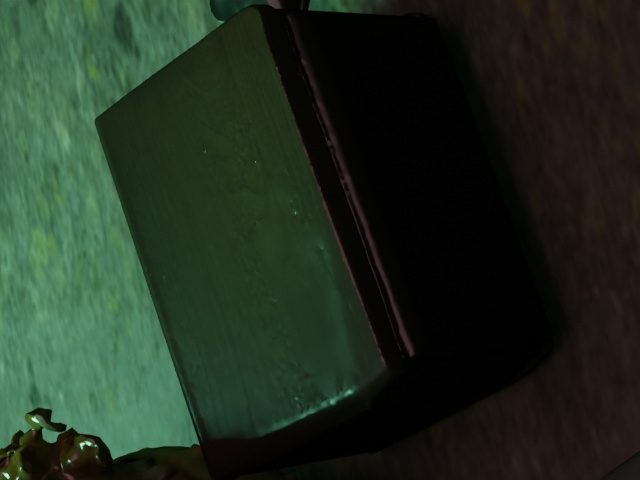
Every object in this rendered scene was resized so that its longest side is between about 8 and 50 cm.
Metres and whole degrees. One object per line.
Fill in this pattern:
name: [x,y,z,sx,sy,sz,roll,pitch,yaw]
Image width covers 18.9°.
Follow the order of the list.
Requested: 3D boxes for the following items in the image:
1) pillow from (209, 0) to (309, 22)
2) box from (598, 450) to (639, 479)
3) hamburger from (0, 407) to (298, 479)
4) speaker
pillow: [-0.027,-0.193,1.192,0.091,0.055,0.136,-134,56,-69]
box: [0.260,0.183,0.875,0.193,0.167,0.294,-42,65,35]
hamburger: [-0.161,0.273,1.203,0.287,0.268,0.445,46,126,29]
speaker: [0.000,0.000,1.115,0.192,0.153,0.231,-32,71,39]
